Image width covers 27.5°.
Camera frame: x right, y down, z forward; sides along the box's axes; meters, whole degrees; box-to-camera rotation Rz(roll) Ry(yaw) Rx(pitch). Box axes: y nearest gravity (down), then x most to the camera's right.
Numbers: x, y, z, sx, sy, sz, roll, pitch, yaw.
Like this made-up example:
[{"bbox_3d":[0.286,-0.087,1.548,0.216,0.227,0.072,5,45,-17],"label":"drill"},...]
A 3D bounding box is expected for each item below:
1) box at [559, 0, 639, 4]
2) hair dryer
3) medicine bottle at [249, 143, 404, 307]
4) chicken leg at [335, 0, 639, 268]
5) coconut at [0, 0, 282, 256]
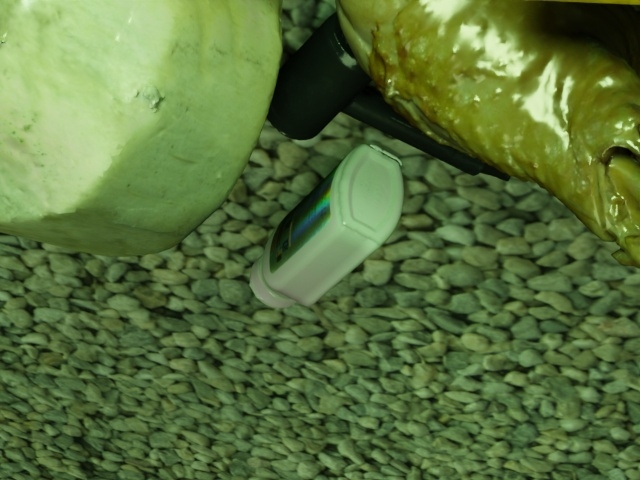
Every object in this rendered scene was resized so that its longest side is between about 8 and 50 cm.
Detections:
[{"bbox_3d":[0.249,-0.308,0.777,0.259,0.214,0.284,4,143,10],"label":"box"},{"bbox_3d":[0.084,-0.120,1.216,0.255,0.070,0.128,22,143,-21],"label":"hair dryer"},{"bbox_3d":[0.000,0.000,1.342,0.078,0.115,0.219,27,142,-17],"label":"medicine bottle"},{"bbox_3d":[0.199,-0.119,1.003,0.295,0.409,0.182,2,129,-46],"label":"chicken leg"},{"bbox_3d":[-0.180,-0.155,1.003,0.352,0.353,0.353,10,143,7],"label":"coconut"}]
